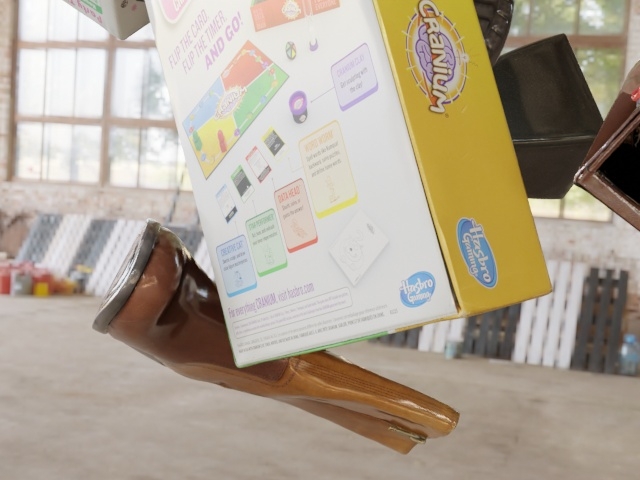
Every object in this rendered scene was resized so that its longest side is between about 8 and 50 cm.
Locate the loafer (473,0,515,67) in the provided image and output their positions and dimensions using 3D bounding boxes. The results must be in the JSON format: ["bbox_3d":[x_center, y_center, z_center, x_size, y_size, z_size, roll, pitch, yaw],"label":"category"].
[{"bbox_3d":[0.077,-0.277,0.916,0.133,0.366,0.130,5,-29,-23],"label":"loafer"}]

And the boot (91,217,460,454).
[{"bbox_3d":[-0.029,0.099,0.779,0.280,0.096,0.264,24,-23,2],"label":"boot"}]

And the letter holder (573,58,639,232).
[{"bbox_3d":[0.371,-0.135,0.863,0.152,0.214,0.302,38,35,4],"label":"letter holder"}]

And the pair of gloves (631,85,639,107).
[{"bbox_3d":[0.293,-0.094,0.609,0.159,0.198,0.023,38,24,-2],"label":"pair of gloves"}]

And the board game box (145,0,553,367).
[{"bbox_3d":[-0.009,-0.096,0.585,0.064,0.317,0.242,-11,-5,-33],"label":"board game box"}]

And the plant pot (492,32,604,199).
[{"bbox_3d":[0.286,-0.171,1.482,0.166,0.188,0.188,-10,-24,-14],"label":"plant pot"}]

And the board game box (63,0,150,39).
[{"bbox_3d":[-0.206,-0.326,0.716,0.224,0.303,0.097,34,59,22],"label":"board game box"}]
